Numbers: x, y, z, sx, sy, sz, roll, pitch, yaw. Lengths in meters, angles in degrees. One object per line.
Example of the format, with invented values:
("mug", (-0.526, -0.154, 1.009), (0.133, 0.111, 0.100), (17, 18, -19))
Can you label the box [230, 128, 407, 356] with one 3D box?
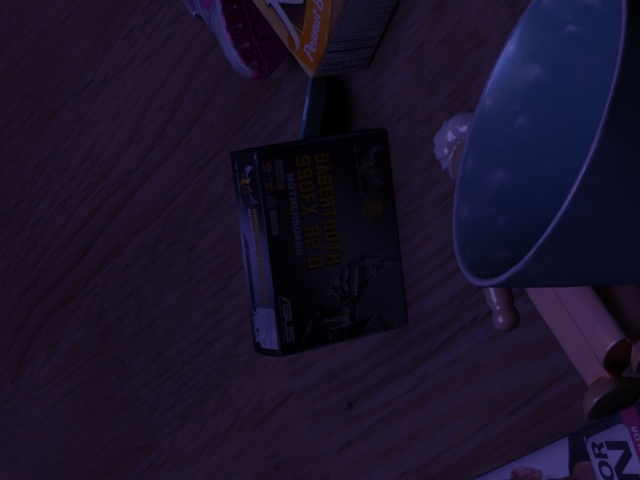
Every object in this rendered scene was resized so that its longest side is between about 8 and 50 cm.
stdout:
("box", (0.000, 0.000, 2.111), (0.056, 0.183, 0.231), (4, 102, 55))

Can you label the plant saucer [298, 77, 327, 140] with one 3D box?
("plant saucer", (-0.009, -0.143, 2.180), (0.119, 0.021, 0.119), (-170, 90, -87))

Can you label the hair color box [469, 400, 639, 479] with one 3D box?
("hair color box", (0.293, 0.266, 1.848), (0.347, 0.105, 0.174), (-37, 69, 53))

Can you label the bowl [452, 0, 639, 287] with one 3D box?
("bowl", (0.258, -0.082, 1.688), (0.311, 0.163, 0.312), (-160, 90, -73))

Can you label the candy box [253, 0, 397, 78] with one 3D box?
("candy box", (0.026, -0.354, 2.054), (0.183, 0.087, 0.316), (55, 139, 29))

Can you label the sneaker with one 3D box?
("sneaker", (-0.109, -0.298, 2.261), (0.111, 0.103, 0.252), (-46, 56, 54))

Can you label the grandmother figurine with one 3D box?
("grandmother figurine", (0.226, -0.001, 1.864), (0.208, 0.104, 0.342), (-43, 61, 15))
